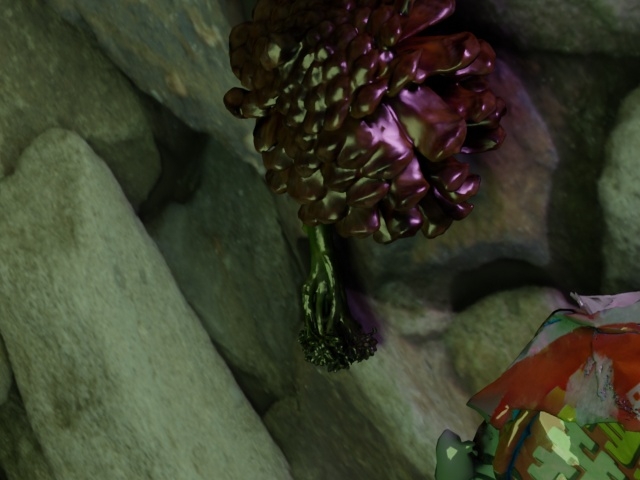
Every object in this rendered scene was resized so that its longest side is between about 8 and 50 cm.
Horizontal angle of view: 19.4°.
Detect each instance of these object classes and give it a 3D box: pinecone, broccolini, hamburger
[{"bbox_3d":[0.035,-0.088,1.216,0.179,0.150,0.195,1,117,45],"label":"pinecone"},{"bbox_3d":[-0.003,0.000,1.392,0.067,0.058,0.216,18,128,41],"label":"broccolini"},{"bbox_3d":[0.217,0.148,1.210,0.260,0.150,0.276,53,142,-6],"label":"hamburger"}]
